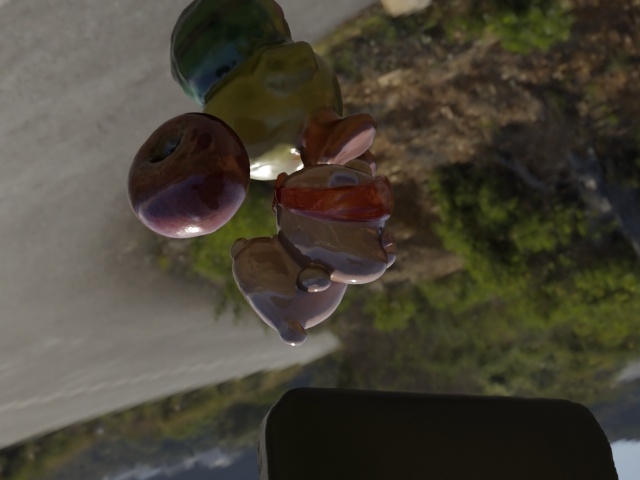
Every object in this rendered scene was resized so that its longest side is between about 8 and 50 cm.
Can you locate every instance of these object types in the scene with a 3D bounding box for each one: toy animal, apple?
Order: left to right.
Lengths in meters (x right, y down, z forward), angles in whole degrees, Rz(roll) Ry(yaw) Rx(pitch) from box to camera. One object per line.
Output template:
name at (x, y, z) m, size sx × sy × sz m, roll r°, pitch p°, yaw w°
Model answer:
apple at (-0.154, -0.073, 1.573) m, size 0.153 × 0.153 × 0.120 m, roll -27°, pitch 128°, yaw 22°
toy animal at (-0.080, -0.188, 1.747) m, size 0.191 × 0.338 × 0.216 m, roll -35°, pitch 158°, yaw -8°
toy animal at (0.000, 0.000, 1.440) m, size 0.198 × 0.171 × 0.171 m, roll -50°, pitch 165°, yaw 16°

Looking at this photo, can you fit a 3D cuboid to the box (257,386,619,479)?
box at (0.098, 0.246, 0.974) m, size 0.289 × 0.290 × 0.073 m, roll 4°, pitch 143°, yaw -16°
